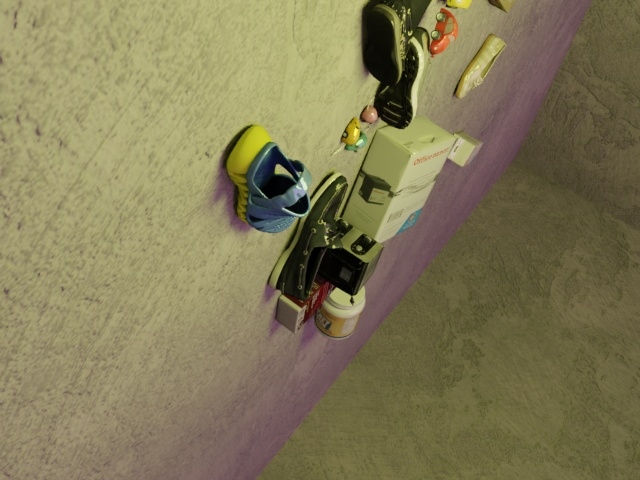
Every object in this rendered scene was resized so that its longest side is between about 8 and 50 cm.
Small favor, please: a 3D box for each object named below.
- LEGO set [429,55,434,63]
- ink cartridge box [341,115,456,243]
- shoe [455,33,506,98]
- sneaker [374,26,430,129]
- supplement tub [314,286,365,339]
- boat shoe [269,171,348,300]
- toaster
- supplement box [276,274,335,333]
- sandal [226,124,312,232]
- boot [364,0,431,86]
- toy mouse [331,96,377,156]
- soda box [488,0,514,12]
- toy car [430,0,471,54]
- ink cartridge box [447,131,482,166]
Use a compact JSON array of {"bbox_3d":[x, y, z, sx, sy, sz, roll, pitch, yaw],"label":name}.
[{"bbox_3d":[0.294,-0.476,1.790,0.054,0.023,0.083,-41,159,-42],"label":"LEGO set"},{"bbox_3d":[0.207,-0.162,1.926,0.223,0.129,0.307,-25,146,-45],"label":"ink cartridge box"},{"bbox_3d":[0.491,-0.529,2.193,0.219,0.058,0.076,-58,164,10],"label":"shoe"},{"bbox_3d":[0.197,-0.360,1.614,0.108,0.100,0.271,-51,164,-33],"label":"sneaker"},{"bbox_3d":[0.063,0.212,2.278,0.144,0.144,0.199,-44,160,-35],"label":"supplement tub"},{"bbox_3d":[-0.002,0.001,1.724,0.340,0.113,0.127,-59,163,14],"label":"boat shoe"},{"bbox_3d":[0.065,0.046,1.909,0.110,0.168,0.185,-44,160,-39],"label":"toaster"},{"bbox_3d":[-0.021,0.136,2.016,0.239,0.073,0.130,-46,161,-32],"label":"supplement box"},{"bbox_3d":[-0.078,-0.080,1.308,0.126,0.138,0.317,-54,166,-11],"label":"sandal"},{"bbox_3d":[0.168,-0.429,1.414,0.178,0.085,0.236,-54,164,-15],"label":"boot"},{"bbox_3d":[0.100,-0.256,1.654,0.161,0.031,0.143,-60,163,17],"label":"toy mouse"},{"bbox_3d":[0.476,-0.661,1.890,0.061,0.058,0.181,-60,163,15],"label":"soda box"},{"bbox_3d":[0.292,-0.543,1.523,0.225,0.053,0.239,87,22,-52],"label":"toy car"},{"bbox_3d":[0.517,-0.333,2.604,0.143,0.090,0.092,-26,147,-61],"label":"ink cartridge box"}]
